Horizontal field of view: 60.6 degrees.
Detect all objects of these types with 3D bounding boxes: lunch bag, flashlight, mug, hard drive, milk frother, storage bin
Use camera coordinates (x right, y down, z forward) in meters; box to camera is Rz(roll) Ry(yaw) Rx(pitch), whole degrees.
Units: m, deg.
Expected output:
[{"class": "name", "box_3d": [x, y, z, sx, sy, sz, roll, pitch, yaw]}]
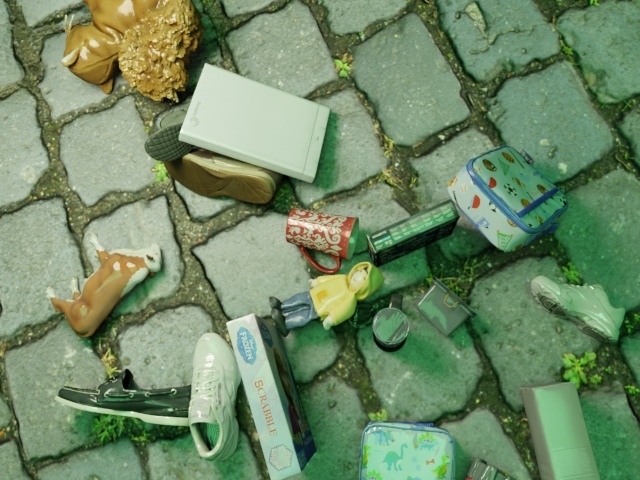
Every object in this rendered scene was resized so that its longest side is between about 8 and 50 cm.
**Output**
[{"class": "lunch bag", "box_3d": [0.455, -0.103, 1.297, 0.303, 0.115, 0.243, -24, 67, -45]}, {"class": "flashlight", "box_3d": [0.314, 0.628, 1.173, 0.103, 0.103, 0.304, 28, 79, 3]}, {"class": "mug", "box_3d": [-0.001, -0.005, 1.395, 0.169, 0.113, 0.150, 13, 76, 13]}, {"class": "hard drive", "box_3d": [-0.163, -0.308, 1.434, 0.352, 0.047, 0.233, 17, 64, -10]}, {"class": "milk frother", "box_3d": [0.136, 0.197, 1.315, 0.143, 0.135, 0.129, -5, 70, 4]}, {"class": "storage bin", "box_3d": [0.300, 0.167, 1.333, 0.135, 0.098, 0.091, 42, 94, 14]}, {"class": "lunch bag", "box_3d": [0.199, 0.505, 1.257, 0.218, 0.090, 0.176, 3, 78, 7]}]

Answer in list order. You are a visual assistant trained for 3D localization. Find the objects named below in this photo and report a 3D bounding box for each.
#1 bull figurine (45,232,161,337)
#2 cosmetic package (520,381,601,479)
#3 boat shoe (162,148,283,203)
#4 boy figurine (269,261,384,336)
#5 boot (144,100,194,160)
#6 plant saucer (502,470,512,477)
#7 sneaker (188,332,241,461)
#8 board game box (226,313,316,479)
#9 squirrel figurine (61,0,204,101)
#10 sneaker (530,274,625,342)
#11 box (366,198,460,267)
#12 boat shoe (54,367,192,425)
[{"class": "bull figurine", "box_3d": [-0.562, 0.100, 1.435, 0.188, 0.101, 0.310, 37, 80, 17]}, {"class": "cosmetic package", "box_3d": [0.531, 0.439, 1.220, 0.107, 0.127, 0.238, -7, 77, 5]}, {"class": "boat shoe", "box_3d": [-0.261, -0.196, 1.481, 0.341, 0.123, 0.123, 13, 47, 20]}, {"class": "boy figurine", "box_3d": [0.021, 0.144, 1.340, 0.285, 0.092, 0.177, -22, 36, 8]}, {"class": "boot", "box_3d": [-0.390, -0.296, 1.477, 0.246, 0.084, 0.161, -39, 38, -29]}, {"class": "plant saucer", "box_3d": [0.425, 0.652, 1.219, 0.188, 0.045, 0.188, 41, 84, 14]}, {"class": "sneaker", "box_3d": [-0.254, 0.369, 1.308, 0.114, 0.152, 0.305, -11, 74, 6]}, {"class": "board game box", "box_3d": [-0.099, 0.337, 1.214, 0.065, 0.319, 0.318, -19, 76, 0]}, {"class": "squirrel figurine", "box_3d": [-0.529, -0.563, 1.512, 0.370, 0.281, 0.397, -45, 73, 1]}, {"class": "sneaker", "box_3d": [0.617, 0.140, 1.312, 0.232, 0.090, 0.115, 34, 75, 4]}, {"class": "box", "box_3d": [0.223, -0.013, 1.338, 0.220, 0.175, 0.051, -24, 74, 1]}, {"class": "boat shoe", "box_3d": [-0.470, 0.374, 1.343, 0.339, 0.127, 0.113, 8, 76, 6]}]
